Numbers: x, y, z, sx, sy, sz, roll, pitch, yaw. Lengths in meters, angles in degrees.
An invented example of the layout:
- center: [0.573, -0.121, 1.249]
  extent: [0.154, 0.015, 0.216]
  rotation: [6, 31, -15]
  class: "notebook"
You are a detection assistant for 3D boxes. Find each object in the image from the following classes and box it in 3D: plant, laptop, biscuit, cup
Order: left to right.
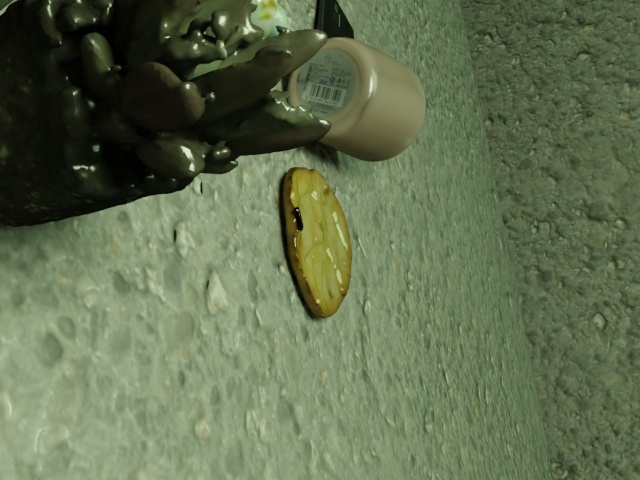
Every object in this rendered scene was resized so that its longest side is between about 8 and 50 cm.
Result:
- center: [-0.154, -0.118, 0.555]
  extent: [0.194, 0.320, 0.182]
  rotation: [-24, 96, -67]
  class: "plant"
- center: [-0.005, 0.001, 1.133]
  extent: [0.203, 0.041, 0.260]
  rotation: [42, 40, -54]
  class: "biscuit"
- center: [0.034, -0.421, 1.485]
  extent: [0.154, 0.026, 0.207]
  rotation: [48, 34, -42]
  class: "laptop"
- center: [0.039, -0.268, 1.247]
  extent: [0.253, 0.191, 0.200]
  rotation: [50, 20, 22]
  class: "cup"

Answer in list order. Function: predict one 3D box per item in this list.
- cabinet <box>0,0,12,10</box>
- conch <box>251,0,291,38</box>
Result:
- center: [-0.303, -0.290, 0.386]
  extent: [0.227, 0.289, 0.318]
  rotation: [6, 67, -59]
  class: "cabinet"
- center: [-0.191, -0.327, 0.763]
  extent: [0.368, 0.197, 0.249]
  rotation: [51, 16, -46]
  class: "conch"
